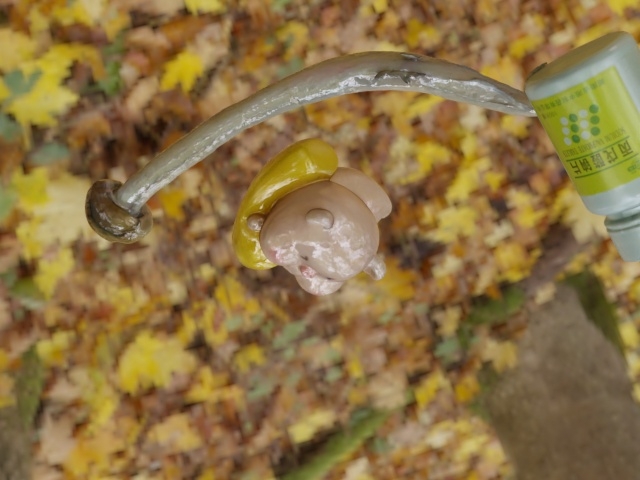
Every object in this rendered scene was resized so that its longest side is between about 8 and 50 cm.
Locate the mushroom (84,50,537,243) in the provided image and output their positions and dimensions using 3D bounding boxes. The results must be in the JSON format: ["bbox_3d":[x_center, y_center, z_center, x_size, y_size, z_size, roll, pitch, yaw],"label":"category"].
[{"bbox_3d":[0.005,-0.066,0.912,0.306,0.068,0.043,-18,-171,12],"label":"mushroom"}]

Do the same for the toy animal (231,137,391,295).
[{"bbox_3d":[0.000,0.000,0.968,0.091,0.082,0.114,-45,151,10],"label":"toy animal"}]

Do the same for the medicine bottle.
[{"bbox_3d":[0.118,-0.037,0.633,0.047,0.083,0.047,-28,-172,4],"label":"medicine bottle"}]
